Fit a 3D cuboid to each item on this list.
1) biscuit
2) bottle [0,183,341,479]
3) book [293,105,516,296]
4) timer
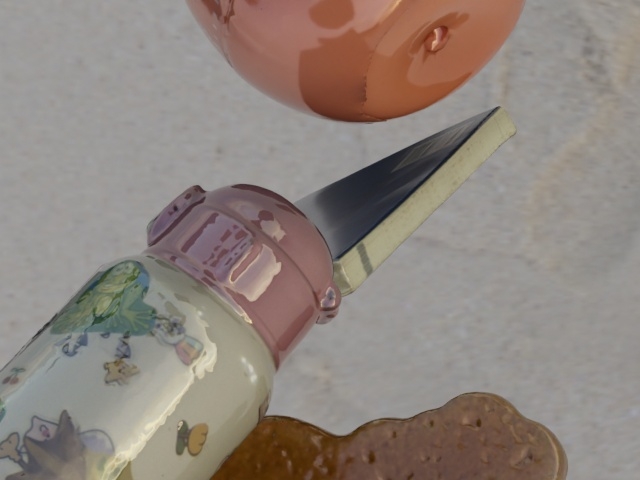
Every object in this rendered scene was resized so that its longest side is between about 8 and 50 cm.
[{"bbox_3d":[-0.008,0.180,1.027,0.295,0.044,0.186,-4,66,11],"label":"biscuit"},{"bbox_3d":[-0.095,0.077,0.962,0.120,0.120,0.253,28,66,30],"label":"bottle"},{"bbox_3d":[0.000,0.000,1.210,0.191,0.269,0.025,-24,100,34],"label":"book"},{"bbox_3d":[0.019,-0.197,1.234,0.229,0.230,0.215,-49,62,23],"label":"timer"}]
